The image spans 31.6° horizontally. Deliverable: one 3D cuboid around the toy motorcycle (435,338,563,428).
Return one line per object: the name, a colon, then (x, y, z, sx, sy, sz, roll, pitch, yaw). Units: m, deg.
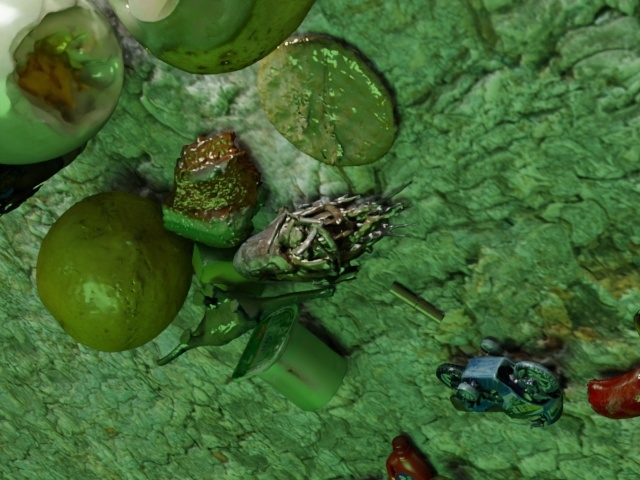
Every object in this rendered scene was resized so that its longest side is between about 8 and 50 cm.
toy motorcycle: (0.282, 0.225, 1.717, 0.135, 0.092, 0.254, 42, 154, -23)

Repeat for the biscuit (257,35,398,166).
biscuit: (0.007, -0.183, 1.531, 0.219, 0.033, 0.220, 22, 141, 19)

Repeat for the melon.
melon: (-0.156, 0.063, 1.878, 0.209, 0.117, 0.064, 103, 146, -55)

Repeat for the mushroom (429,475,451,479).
mushroom: (0.240, 0.519, 2.064, 0.103, 0.118, 0.270, -117, 19, -48)

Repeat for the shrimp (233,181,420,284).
shrimp: (0.003, -0.004, 1.667, 0.343, 0.117, 0.145, -20, 152, 38)

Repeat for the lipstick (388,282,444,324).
lipstick: (0.147, 0.097, 1.740, 0.094, 0.019, 0.019, 33, 144, 5)

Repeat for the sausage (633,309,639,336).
sausage: (0.506, 0.207, 1.518, 0.082, 0.082, 0.372, -8, 125, 44)

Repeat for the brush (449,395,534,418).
brush: (0.285, 0.270, 1.812, 0.190, 0.027, 0.034, -4, 126, 43)

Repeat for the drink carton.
drink carton: (-0.040, 0.207, 1.927, 0.142, 0.146, 0.144, 39, 146, -18)

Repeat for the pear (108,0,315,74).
pear: (-0.120, -0.329, 1.319, 0.271, 0.271, 0.271, 22, 142, 19)

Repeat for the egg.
egg: (-0.459, -0.249, 1.636, 0.336, 0.278, 0.278, 7, 135, 38)

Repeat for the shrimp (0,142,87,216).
shrimp: (-0.497, -0.151, 1.761, 0.222, 0.290, 0.054, 23, 136, 5)

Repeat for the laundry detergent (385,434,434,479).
laundry detergent: (0.158, 0.417, 2.068, 0.097, 0.049, 0.165, 7, 133, 35)

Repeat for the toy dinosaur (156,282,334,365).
toy dinosaur: (-0.155, 0.132, 1.855, 0.362, 0.077, 0.147, -26, 150, 24)

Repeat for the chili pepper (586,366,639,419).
chili pepper: (0.438, 0.215, 1.592, 0.073, 0.070, 0.123, 58, 144, -1)

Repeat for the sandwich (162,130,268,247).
sandwich: (-0.183, -0.079, 1.742, 0.184, 0.109, 0.160, 4, 135, 37)

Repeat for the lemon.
lemon: (-0.348, 0.056, 1.904, 0.257, 0.258, 0.310, 33, 139, 4)
